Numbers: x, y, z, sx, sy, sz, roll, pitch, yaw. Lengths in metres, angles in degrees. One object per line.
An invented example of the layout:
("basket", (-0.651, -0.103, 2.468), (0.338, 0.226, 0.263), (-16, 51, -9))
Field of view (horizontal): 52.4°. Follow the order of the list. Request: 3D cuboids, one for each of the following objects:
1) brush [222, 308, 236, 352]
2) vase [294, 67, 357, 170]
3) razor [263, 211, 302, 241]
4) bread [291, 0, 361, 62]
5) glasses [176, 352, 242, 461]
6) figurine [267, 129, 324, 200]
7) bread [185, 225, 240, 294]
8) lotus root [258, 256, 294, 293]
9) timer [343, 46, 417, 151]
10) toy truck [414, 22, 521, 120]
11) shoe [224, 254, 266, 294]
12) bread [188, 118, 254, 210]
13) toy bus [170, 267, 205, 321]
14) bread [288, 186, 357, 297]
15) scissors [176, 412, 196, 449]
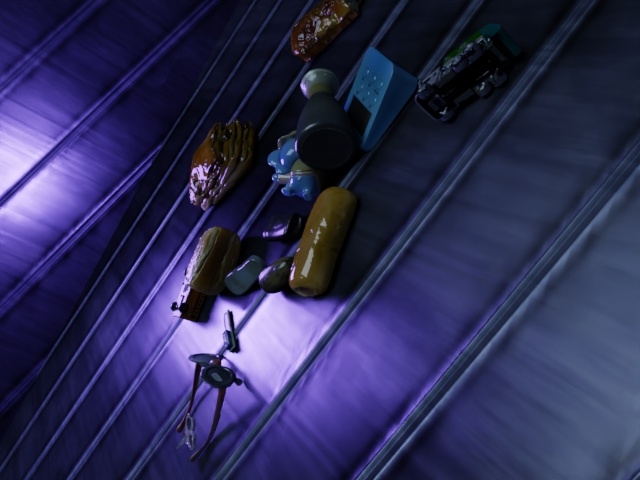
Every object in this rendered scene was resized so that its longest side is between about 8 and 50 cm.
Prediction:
("brush", (-0.287, 0.274, 1.992), (0.033, 0.030, 0.178), (-59, 29, 24))
("vase", (0.006, -0.368, 1.893), (0.173, 0.173, 0.321), (-40, 37, 32))
("razor", (-0.111, -0.040, 1.958), (0.148, 0.054, 0.090), (-6, 60, 54))
("bread", (0.039, -0.809, 2.328), (0.380, 0.109, 0.185), (-35, 38, 35))
("glasses", (-0.329, 0.470, 1.884), (0.234, 0.118, 0.268), (28, 109, 59))
("figurine", (-0.066, -0.223, 1.953), (0.180, 0.154, 0.261), (-20, 44, 35))
("bread", (-0.350, 0.064, 2.152), (0.106, 0.140, 0.236), (-10, 57, 58))
("lotus root", (-0.117, 0.099, 1.814), (0.089, 0.080, 0.179), (-41, 3, -38))
("timer", (0.142, -0.400, 1.845), (0.249, 0.091, 0.232), (-58, 30, 18))
("toy truck", (0.342, -0.395, 1.517), (0.253, 0.114, 0.124), (-34, 26, 39))
("shoe", (-0.220, 0.099, 2.011), (0.078, 0.079, 0.195), (-40, 0, -45))
("bread", (-0.403, -0.312, 2.521), (0.325, 0.167, 0.277), (-38, 37, 33))
("toy bus", (-0.444, 0.180, 2.251), (0.083, 0.088, 0.194), (-3, 65, 56))
("bread", (0.000, 0.000, 1.725), (0.142, 0.091, 0.305), (-13, 54, 59))
("scissors", (-0.380, 0.557, 1.824), (0.189, 0.015, 0.100), (-51, 45, 47))
